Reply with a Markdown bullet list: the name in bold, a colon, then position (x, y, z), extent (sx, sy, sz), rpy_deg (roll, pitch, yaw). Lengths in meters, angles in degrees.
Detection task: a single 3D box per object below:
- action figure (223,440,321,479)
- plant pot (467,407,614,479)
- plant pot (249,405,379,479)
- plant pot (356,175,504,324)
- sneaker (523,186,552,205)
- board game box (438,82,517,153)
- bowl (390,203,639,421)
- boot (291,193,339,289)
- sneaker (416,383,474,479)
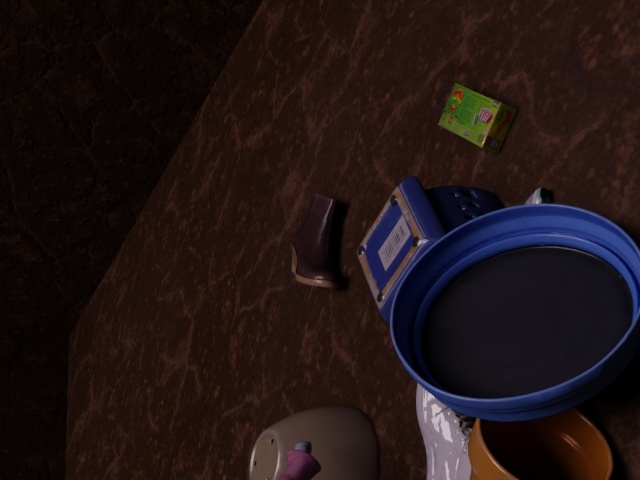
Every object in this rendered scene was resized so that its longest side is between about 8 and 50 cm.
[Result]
- **action figure**: position (-0.016, 0.517, 1.803), extent (0.276, 0.370, 0.248), rpy_deg (24, 96, 65)
- **plant pot**: position (0.304, 0.362, 1.493), extent (0.205, 0.205, 0.188), rpy_deg (-110, 29, -50)
- **plant pot**: position (-0.034, 0.470, 2.069), extent (0.284, 0.191, 0.284), rpy_deg (-38, 44, 49)
- **plant pot**: position (0.209, 0.033, 1.814), extent (0.236, 0.212, 0.236), rpy_deg (-59, 30, 29)
- **sneaker**: position (0.372, -0.037, 1.737), extent (0.069, 0.038, 0.098), rpy_deg (-42, 31, 49)
- **board game box**: position (0.305, -0.241, 1.964), extent (0.092, 0.043, 0.181), rpy_deg (-68, 28, 12)
- **bowl**: position (0.301, 0.106, 1.517), extent (0.391, 0.077, 0.391), rpy_deg (-17, 39, 14)
- **boot**: position (0.000, 0.000, 2.368), extent (0.248, 0.090, 0.206), rpy_deg (29, 104, 67)
- **sneaker**: position (0.254, 0.330, 1.698), extent (0.169, 0.108, 0.292), rpy_deg (-28, 61, 53)
